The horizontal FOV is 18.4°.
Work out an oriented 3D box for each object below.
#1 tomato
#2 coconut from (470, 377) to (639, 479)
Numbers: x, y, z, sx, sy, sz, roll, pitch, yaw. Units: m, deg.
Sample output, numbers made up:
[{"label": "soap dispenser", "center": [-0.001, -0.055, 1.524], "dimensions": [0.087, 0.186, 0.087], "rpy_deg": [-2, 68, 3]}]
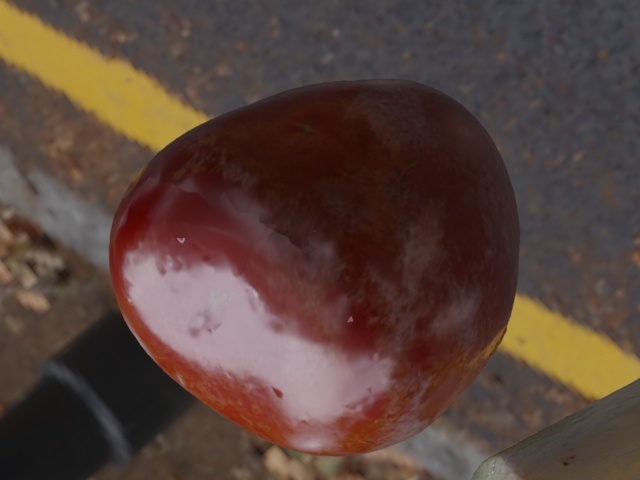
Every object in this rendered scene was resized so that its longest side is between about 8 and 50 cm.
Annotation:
[{"label": "tomato", "center": [0.000, 0.000, 0.887], "dimensions": [0.187, 0.187, 0.151], "rpy_deg": [30, 151, 32]}, {"label": "coconut", "center": [0.103, 0.113, 0.668], "dimensions": [0.116, 0.122, 0.116], "rpy_deg": [59, 165, 27]}]
